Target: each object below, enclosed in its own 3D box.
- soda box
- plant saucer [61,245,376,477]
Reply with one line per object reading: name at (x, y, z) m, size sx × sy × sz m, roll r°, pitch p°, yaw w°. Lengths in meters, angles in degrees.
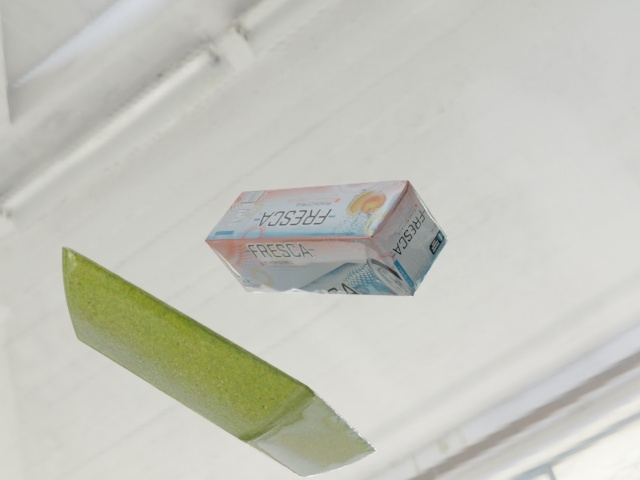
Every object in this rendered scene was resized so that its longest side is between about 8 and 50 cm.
soda box at (0.000, 0.000, 0.826) m, size 0.183 × 0.058 × 0.063 m, roll -1°, pitch -45°, yaw 47°
plant saucer at (-0.070, 0.091, 0.716) m, size 0.045 × 0.188 × 0.188 m, roll -58°, pitch -23°, yaw -11°
